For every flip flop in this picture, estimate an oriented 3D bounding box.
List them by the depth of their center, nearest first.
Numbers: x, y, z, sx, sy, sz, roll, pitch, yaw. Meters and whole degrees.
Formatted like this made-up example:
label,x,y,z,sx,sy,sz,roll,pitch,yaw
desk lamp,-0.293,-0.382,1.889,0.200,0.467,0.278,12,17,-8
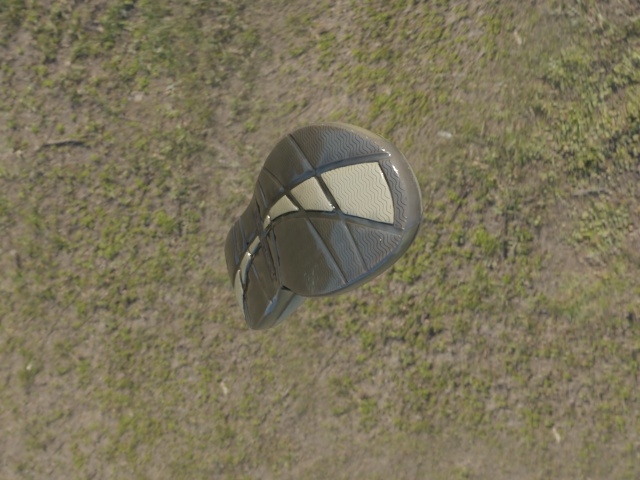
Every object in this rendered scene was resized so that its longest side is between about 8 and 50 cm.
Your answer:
label,x,y,z,sx,sy,sz,roll,pitch,yaw
flip flop,0.000,0.000,0.535,0.277,0.080,0.112,135,124,-62
